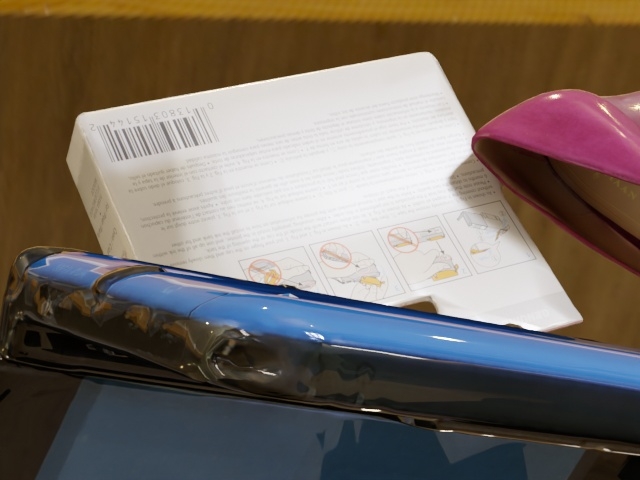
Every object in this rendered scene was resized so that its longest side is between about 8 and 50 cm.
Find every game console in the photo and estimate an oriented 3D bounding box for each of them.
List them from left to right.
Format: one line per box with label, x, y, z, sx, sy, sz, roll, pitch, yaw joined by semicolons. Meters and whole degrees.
game console;0.031;0.109;0.570;0.293;0.250;0.173;10;-90;-29

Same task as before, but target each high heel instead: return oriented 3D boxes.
high heel;0.267;0.031;1.187;0.181;0.377;0.127;-13;-44;-32

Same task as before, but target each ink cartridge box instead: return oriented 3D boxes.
ink cartridge box;0.000;0.000;1.205;0.296;0.261;0.066;-13;-29;-25
